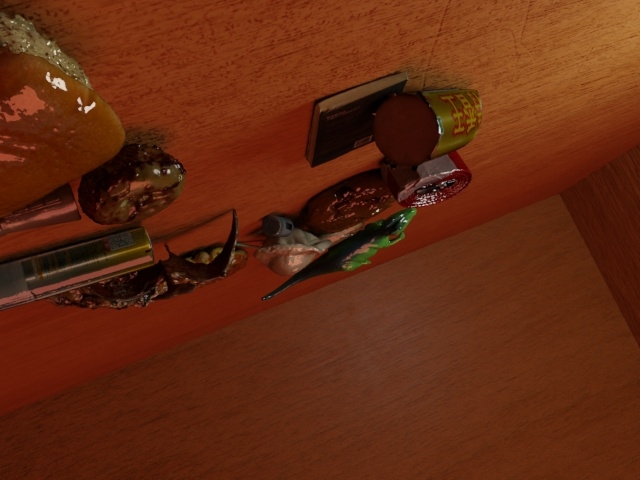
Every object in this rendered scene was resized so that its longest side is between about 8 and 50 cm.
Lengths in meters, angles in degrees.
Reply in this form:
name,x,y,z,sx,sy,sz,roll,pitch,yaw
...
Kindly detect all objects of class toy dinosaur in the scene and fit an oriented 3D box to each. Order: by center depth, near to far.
name,x,y,z,sx,sy,sz,roll,pitch,yaw
toy dinosaur,-0.335,0.039,1.134,0.327,0.113,0.207,-4,-152,3
toy dinosaur,0.053,0.069,1.723,0.500,0.144,0.374,-33,180,-11

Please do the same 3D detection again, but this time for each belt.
name,x,y,z,sx,sy,sz,roll,pitch,yaw
belt,0.243,-0.161,1.302,0.200,0.124,0.128,-13,149,-20

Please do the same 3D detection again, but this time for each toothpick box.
name,x,y,z,sx,sy,sz,roll,pitch,yaw
toothpick box,-0.105,-0.035,1.376,0.052,0.052,0.083,-26,170,18

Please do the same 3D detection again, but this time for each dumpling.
name,x,y,z,sx,sy,sz,roll,pitch,yaw
dumpling,-0.056,0.024,1.495,0.179,0.132,0.252,-14,173,26

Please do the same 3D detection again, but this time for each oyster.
name,x,y,z,sx,sy,sz,roll,pitch,yaw
oyster,-0.497,0.120,1.269,0.222,0.083,0.214,-15,166,-6

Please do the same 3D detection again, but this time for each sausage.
name,x,y,z,sx,sy,sz,roll,pitch,yaw
sausage,0.218,-0.206,0.992,0.117,0.125,0.317,11,-160,34

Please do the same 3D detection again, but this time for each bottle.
name,x,y,z,sx,sy,sz,roll,pitch,yaw
bottle,-0.451,0.049,0.999,0.286,0.082,0.082,-17,168,-25

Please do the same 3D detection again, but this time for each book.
name,x,y,z,sx,sy,sz,roll,pitch,yaw
book,0.057,-0.204,0.967,0.160,0.024,0.228,-23,169,-10

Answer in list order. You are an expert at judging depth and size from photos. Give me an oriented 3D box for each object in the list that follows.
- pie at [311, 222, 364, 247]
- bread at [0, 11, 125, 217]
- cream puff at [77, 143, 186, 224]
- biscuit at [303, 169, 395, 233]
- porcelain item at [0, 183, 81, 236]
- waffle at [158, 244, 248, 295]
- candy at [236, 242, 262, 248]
name,x,y,z,sx,sy,sz,roll,pitch,yaw
pie,0.000,0.000,1.693,0.282,0.068,0.128,-31,-175,5
bread,-0.311,-0.095,0.499,0.245,0.121,0.174,-22,170,6
cream puff,-0.258,-0.082,0.759,0.149,0.084,0.149,-26,171,-4
biscuit,0.089,-0.090,1.448,0.295,0.075,0.296,-22,169,-5
porcelain item,-0.439,-0.024,0.744,0.213,0.054,0.084,-19,166,-22
waffle,-0.335,0.089,1.491,0.281,0.058,0.300,-27,168,26
candy,-0.171,0.017,1.535,0.061,0.061,0.202,-29,159,28
